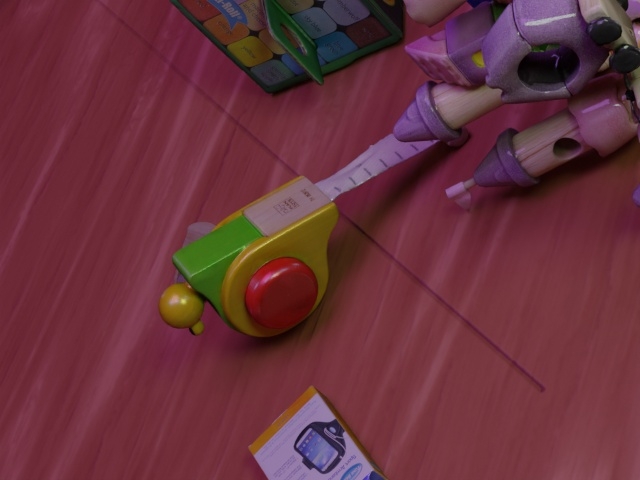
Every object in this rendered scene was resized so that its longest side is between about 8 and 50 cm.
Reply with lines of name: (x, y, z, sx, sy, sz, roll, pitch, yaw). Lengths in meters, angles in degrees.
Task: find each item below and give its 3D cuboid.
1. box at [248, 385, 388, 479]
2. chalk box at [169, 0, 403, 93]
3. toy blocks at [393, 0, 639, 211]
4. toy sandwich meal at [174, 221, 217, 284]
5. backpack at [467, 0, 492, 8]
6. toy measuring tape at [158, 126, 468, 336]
box: (0.000, 0.194, 1.251, 0.081, 0.028, 0.136, -44, 43, 4)
chalk box: (-0.030, -0.284, 1.529, 0.179, 0.180, 0.289, -19, 47, 29)
toy blocks: (0.153, -0.138, 1.168, 0.260, 0.288, 0.309, -26, 43, 25)
toy sandwich meal: (-0.121, 0.020, 1.484, 0.085, 0.029, 0.086, -23, 47, 26)
backpack: (0.185, -0.271, 1.396, 0.101, 0.098, 0.120, 20, 74, 51)
toy measuring tape: (0.000, 0.000, 1.371, 0.330, 0.121, 0.121, -30, 39, -13)
